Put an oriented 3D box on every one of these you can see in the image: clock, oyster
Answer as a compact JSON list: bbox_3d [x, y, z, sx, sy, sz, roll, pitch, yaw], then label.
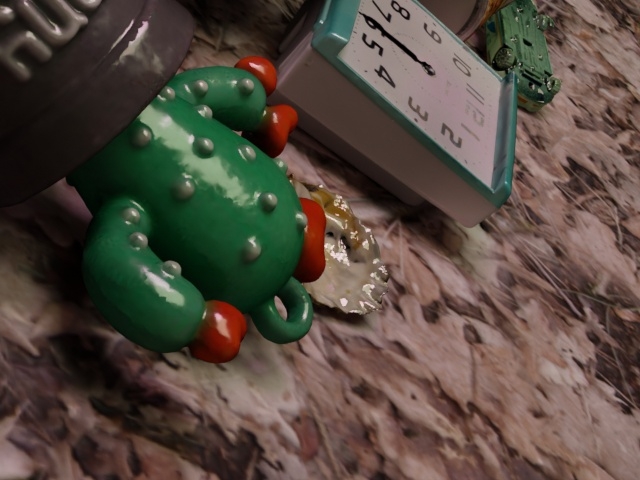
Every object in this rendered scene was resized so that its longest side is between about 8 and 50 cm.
[{"bbox_3d":[0.069,-0.139,1.599,0.231,0.116,0.262,39,27,-14],"label":"clock"},{"bbox_3d":[0.000,0.000,1.357,0.146,0.045,0.121,49,24,-1],"label":"oyster"}]

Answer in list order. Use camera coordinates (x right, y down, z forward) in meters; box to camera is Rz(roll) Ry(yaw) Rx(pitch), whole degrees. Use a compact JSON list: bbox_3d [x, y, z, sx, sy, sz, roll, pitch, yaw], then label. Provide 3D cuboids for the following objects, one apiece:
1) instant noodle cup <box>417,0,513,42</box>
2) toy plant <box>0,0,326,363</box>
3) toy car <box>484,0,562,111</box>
[{"bbox_3d":[0.122,-0.302,1.816,0.213,0.213,0.174,38,35,-5],"label":"instant noodle cup"},{"bbox_3d":[-0.141,-0.071,1.141,0.400,0.185,0.279,48,12,-24],"label":"toy plant"},{"bbox_3d":[0.224,-0.224,1.971,0.093,0.058,0.186,25,43,-30],"label":"toy car"}]
